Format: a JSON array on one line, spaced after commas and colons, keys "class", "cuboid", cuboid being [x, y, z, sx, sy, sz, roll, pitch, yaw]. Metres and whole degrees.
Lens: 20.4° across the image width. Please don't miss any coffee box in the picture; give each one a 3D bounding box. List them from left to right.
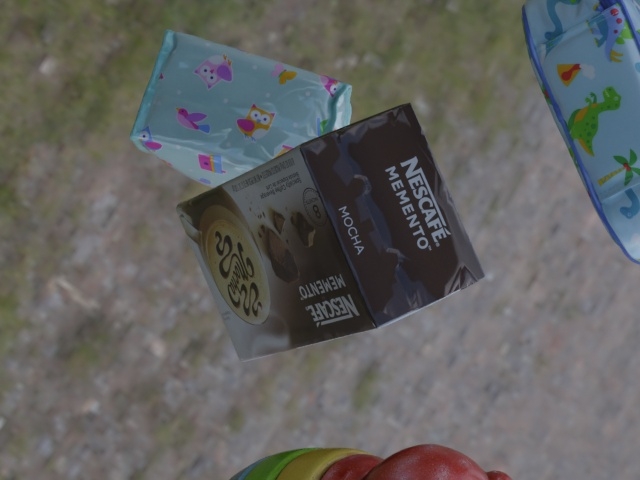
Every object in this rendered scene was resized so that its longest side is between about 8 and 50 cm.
[{"class": "coffee box", "cuboid": [0.000, 0.000, 1.596, 0.119, 0.168, 0.297, -23, -178, -27]}]

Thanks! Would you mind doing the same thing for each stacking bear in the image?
[{"class": "stacking bear", "cuboid": [0.016, 0.229, 1.320, 0.175, 0.164, 0.289, -8, 168, -45]}]

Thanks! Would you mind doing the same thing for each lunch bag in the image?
[{"class": "lunch bag", "cuboid": [-0.083, -0.126, 2.033, 0.262, 0.223, 0.160, 73, 34, -82]}, {"class": "lunch bag", "cuboid": [0.238, -0.090, 1.326, 0.090, 0.219, 0.176, -26, 164, 20]}]
